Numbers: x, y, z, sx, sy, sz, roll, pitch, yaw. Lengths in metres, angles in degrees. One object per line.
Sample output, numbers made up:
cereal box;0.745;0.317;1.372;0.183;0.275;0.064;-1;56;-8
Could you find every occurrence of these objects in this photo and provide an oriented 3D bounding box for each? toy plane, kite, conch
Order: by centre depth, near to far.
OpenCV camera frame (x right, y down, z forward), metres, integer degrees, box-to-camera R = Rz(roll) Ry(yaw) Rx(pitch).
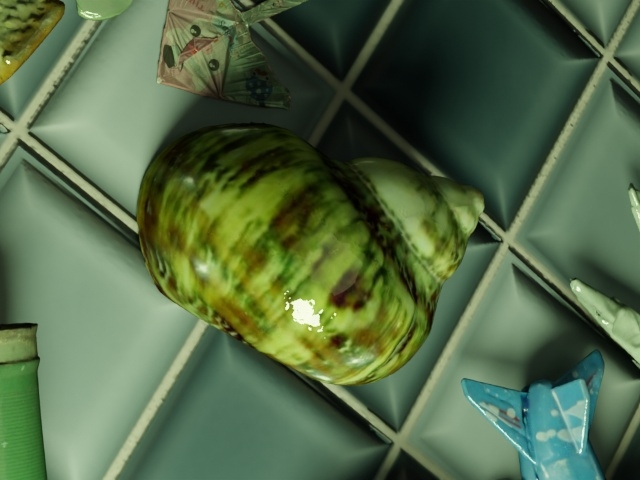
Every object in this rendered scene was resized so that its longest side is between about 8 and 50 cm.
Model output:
conch;0.002;-0.001;1.142;0.181;0.124;0.187;-26;93;-35
kite;-0.050;-0.143;1.188;0.152;0.005;0.137;-41;109;-29
toy plane;0.177;0.213;1.245;0.254;0.105;0.271;-9;84;-33

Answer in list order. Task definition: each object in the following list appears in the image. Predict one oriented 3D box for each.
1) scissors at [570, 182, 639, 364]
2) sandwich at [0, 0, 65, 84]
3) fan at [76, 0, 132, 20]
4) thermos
scissors;0.305;0.131;1.381;0.256;0.029;0.383;-46;111;-27
sandwich;-0.261;-0.070;0.975;0.122;0.128;0.236;43;64;-14
fan;-0.154;-0.227;1.119;0.038;0.016;0.193;-21;98;-30
thermos;-0.188;0.142;1.035;0.083;0.073;0.188;-7;90;-35
